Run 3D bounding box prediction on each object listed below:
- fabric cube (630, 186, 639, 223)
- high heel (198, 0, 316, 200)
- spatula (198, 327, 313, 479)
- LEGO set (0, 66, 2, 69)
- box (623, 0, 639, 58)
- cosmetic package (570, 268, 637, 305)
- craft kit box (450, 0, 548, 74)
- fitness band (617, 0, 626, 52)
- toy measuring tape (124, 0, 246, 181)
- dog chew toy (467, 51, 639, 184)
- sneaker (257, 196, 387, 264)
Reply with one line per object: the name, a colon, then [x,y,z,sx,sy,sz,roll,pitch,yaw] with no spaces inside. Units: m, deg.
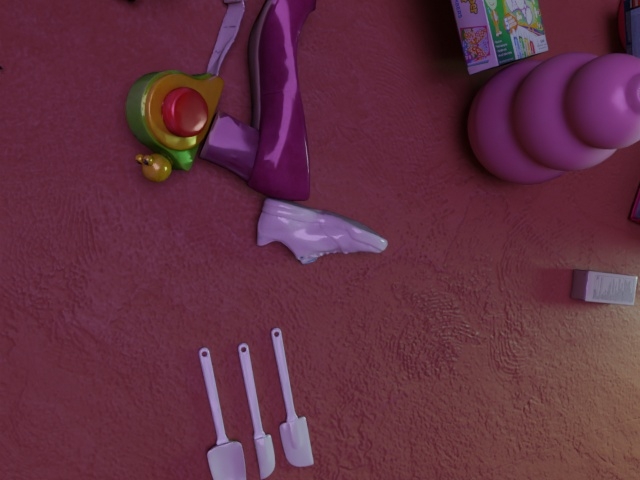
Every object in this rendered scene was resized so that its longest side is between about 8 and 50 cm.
fabric cube: [0.796,-0.106,1.069,0.258,0.259,0.254,24,84,-16]
high heel: [-0.034,-0.255,0.898,0.181,0.127,0.377,24,95,-17]
spatula: [-0.110,0.274,0.941,0.168,0.019,0.242,-12,95,-15]
LEGO set: [-0.474,-0.248,0.819,0.054,0.023,0.083,15,75,-18]
box: [0.678,-0.376,1.087,0.233,0.044,0.159,-10,97,-16]
cosmetic package: [0.541,0.089,1.113,0.115,0.041,0.060,8,90,-16]
craft kit box: [0.281,-0.409,0.944,0.250,0.061,0.247,-30,104,-47]
fitness band: [0.714,-0.440,1.144,0.290,0.054,0.209,-20,100,-14]
toy measuring tape: [-0.201,-0.245,0.846,0.121,0.121,0.330,20,82,-16]
dog chew toy: [0.376,-0.194,0.904,0.206,0.332,0.207,-1,92,-17]
sneaker: [0.000,0.000,0.944,0.212,0.080,0.094,16,99,-9]
